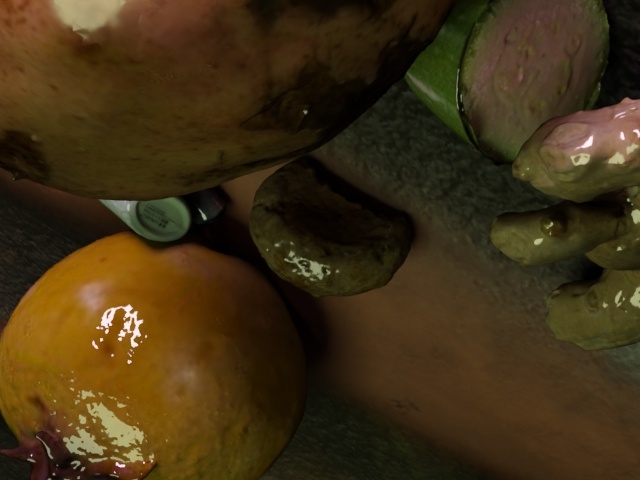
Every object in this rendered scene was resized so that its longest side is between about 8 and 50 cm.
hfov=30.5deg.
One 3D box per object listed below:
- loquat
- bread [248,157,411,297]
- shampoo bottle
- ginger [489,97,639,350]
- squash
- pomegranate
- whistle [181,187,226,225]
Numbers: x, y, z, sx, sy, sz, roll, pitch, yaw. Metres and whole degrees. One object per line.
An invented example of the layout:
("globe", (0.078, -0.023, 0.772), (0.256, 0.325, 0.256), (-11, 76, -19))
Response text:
("loquat", (-0.136, 0.109, 0.918), (0.244, 0.244, 0.244), (26, 142, 22))
("bread", (0.000, 0.000, 0.805), (0.113, 0.082, 0.060), (36, 147, 15))
("shampoo bottle", (-0.177, -0.061, 0.909), (0.191, 0.041, 0.069), (35, -174, 37))
("ginger", (0.157, -0.008, 0.629), (0.149, 0.065, 0.258), (6, 152, -8))
("squash", (0.070, -0.106, 0.631), (0.132, 0.105, 0.105), (30, 147, 47))
("pomegranate", (-0.078, -0.172, 0.534), (0.322, 0.322, 0.322), (26, 142, 22))
("whistle", (-0.132, -0.084, 0.884), (0.033, 0.033, 0.176), (-18, 115, 51))
